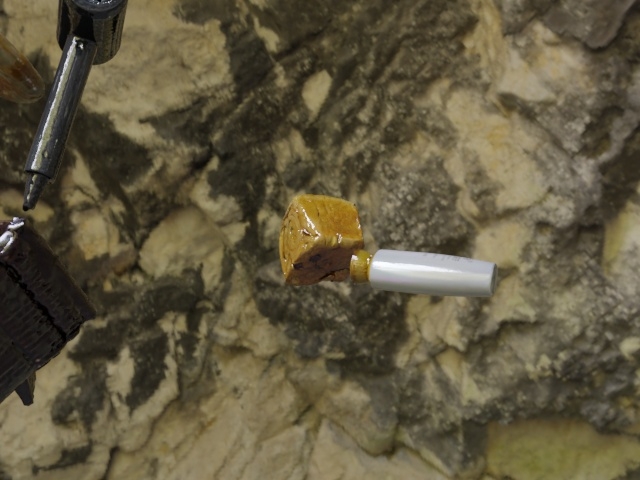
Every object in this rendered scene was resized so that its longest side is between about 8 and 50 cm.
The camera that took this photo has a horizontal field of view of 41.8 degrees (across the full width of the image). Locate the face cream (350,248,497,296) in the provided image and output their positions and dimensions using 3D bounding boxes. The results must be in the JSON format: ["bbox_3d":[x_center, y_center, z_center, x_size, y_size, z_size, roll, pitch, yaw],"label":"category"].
[{"bbox_3d":[0.128,0.041,1.052,0.182,0.072,0.051,5,-73,20],"label":"face cream"}]

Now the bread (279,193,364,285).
[{"bbox_3d":[0.000,0.000,1.751,0.143,0.158,0.149,4,-49,-20],"label":"bread"}]

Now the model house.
[{"bbox_3d":[-0.381,0.125,0.900,0.283,0.297,0.317,-21,-42,-7],"label":"model house"}]

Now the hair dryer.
[{"bbox_3d":[-0.252,-0.151,0.839,0.070,0.255,0.128,15,-18,-15],"label":"hair dryer"}]

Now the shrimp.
[{"bbox_3d":[-0.438,-0.241,1.003,0.062,0.294,0.154,-57,-35,-20],"label":"shrimp"}]
